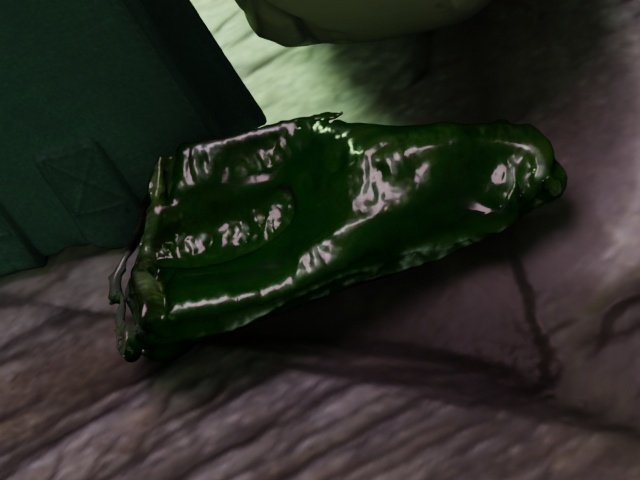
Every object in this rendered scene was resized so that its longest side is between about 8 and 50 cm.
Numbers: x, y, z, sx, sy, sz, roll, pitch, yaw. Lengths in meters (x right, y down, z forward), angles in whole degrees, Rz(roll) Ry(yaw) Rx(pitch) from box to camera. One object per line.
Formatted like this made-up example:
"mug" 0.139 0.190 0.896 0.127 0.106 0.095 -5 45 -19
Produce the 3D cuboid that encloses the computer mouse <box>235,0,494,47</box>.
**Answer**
"computer mouse" 0.034 -0.195 0.949 0.228 0.145 0.429 -25 24 9

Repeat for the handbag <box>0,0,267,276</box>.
"handbag" -0.199 -0.096 0.864 0.268 0.274 0.100 -19 44 19

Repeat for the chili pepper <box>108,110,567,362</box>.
"chili pepper" -0.002 -0.002 0.803 0.216 0.062 0.108 -16 44 17
